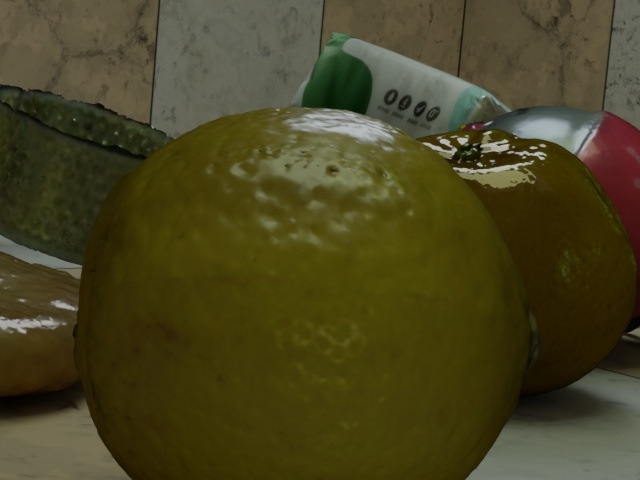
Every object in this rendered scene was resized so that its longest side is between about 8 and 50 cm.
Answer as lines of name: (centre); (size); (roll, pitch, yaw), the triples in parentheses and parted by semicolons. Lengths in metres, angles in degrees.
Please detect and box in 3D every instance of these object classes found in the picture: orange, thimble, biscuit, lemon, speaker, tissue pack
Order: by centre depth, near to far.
lemon: (-0.015, 0.050, 1.051); (0.293, 0.293, 0.293); (5, 7, -1)
biscuit: (-0.389, 0.053, 1.412); (0.446, 0.104, 0.429); (2, 7, -19)
orange: (0.143, 0.020, 1.533); (0.279, 0.235, 0.279); (-3, 8, 0)
speaker: (0.248, -0.010, 1.799); (0.294, 0.294, 0.294); (5, 7, -1)
thimble: (-0.283, -0.073, 2.059); (0.271, 0.150, 0.271); (19, 11, -4)
tissue pack: (0.143, -0.106, 2.236); (0.266, 0.194, 0.356); (36, -4, -38)

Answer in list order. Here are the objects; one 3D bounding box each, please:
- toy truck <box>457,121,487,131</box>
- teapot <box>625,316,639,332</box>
toy truck: (0.209, -0.029, 2.008); (0.114, 0.227, 0.098); (-7, 13, -30)
teapot: (0.359, 0.082, 1.878); (0.085, 0.080, 0.110); (-26, 10, -35)
